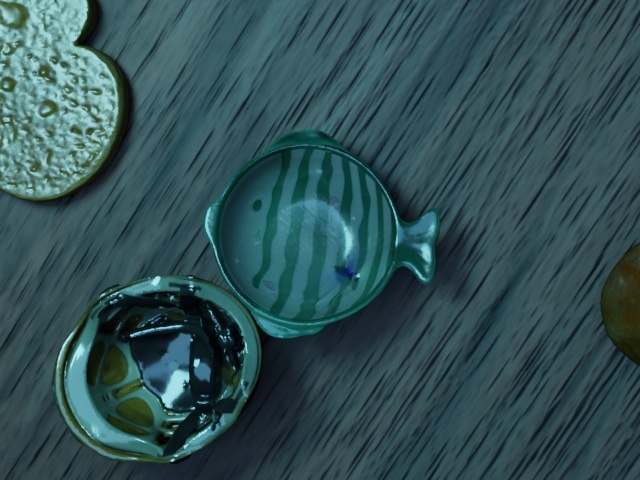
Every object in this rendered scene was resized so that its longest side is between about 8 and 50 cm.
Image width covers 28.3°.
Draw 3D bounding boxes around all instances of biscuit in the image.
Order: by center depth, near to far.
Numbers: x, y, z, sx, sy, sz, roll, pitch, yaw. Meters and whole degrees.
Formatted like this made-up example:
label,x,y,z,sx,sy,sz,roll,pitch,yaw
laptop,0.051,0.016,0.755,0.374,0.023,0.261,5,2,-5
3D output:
label,x,y,z,sx,sy,sz,roll,pitch,yaw
biscuit,-0.324,-0.187,1.425,0.202,0.044,0.289,-16,88,7

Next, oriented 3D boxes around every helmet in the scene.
label,x,y,z,sx,sy,sz,roll,pitch,yaw
helmet,-0.162,0.135,1.369,0.224,0.130,0.198,-26,83,10

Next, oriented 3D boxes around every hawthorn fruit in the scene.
label,x,y,z,sx,sy,sz,roll,pitch,yaw
hawthorn fruit,0.369,0.058,1.276,0.149,0.189,0.149,5,73,-16

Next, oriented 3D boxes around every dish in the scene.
label,x,y,z,sx,sy,sz,roll,pitch,yaw
dish,0.000,0.000,1.360,0.246,0.078,0.224,7,79,1
